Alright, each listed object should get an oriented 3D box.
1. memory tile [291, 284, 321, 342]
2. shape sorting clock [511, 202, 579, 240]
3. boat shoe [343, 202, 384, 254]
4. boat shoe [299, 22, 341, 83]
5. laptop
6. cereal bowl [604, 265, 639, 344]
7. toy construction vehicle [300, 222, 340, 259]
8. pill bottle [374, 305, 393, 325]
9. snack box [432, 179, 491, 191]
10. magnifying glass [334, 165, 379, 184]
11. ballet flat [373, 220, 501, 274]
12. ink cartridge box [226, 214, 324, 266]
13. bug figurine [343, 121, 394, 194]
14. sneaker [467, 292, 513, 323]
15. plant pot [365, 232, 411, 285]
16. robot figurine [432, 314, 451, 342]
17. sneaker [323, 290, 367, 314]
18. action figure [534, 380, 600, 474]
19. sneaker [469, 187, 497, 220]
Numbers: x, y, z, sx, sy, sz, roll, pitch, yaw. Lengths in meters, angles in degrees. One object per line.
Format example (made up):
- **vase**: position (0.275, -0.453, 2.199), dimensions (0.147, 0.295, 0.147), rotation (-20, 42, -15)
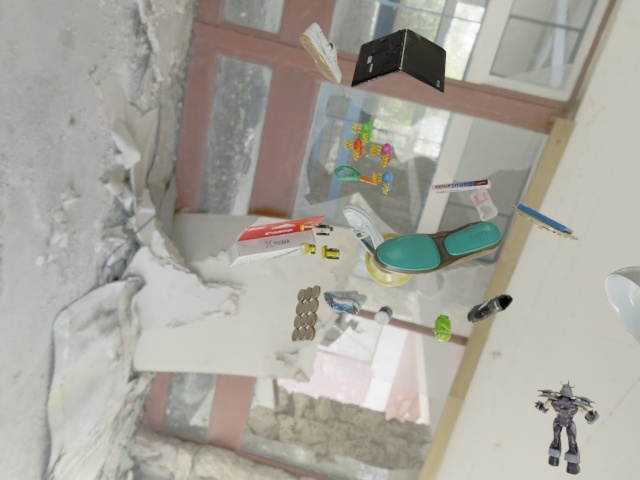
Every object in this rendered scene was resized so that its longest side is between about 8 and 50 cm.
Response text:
- **memory tile**: position (-0.037, 0.194, 1.362), dimensions (0.113, 0.012, 0.148), rotation (-23, -127, 55)
- **shape sorting clock**: position (0.650, -0.051, 1.507), dimensions (0.040, 0.206, 0.206), rotation (-62, 179, 13)
- **boat shoe**: position (0.156, -0.037, 1.869), dimensions (0.083, 0.226, 0.076), rotation (-17, -142, 43)
- **boat shoe**: position (0.024, -0.709, 1.970), dimensions (0.096, 0.098, 0.277), rotation (-55, 148, -5)
- **laptop**: position (0.259, -0.565, 1.692), dimensions (0.136, 0.264, 0.234), rotation (52, 39, -40)
- **cereal bowl**: position (1.120, 0.226, 1.722), dimensions (0.339, 0.141, 0.339), rotation (61, 1, -2)
- **toy construction vehicle**: position (0.000, 0.000, 1.242), dimensions (0.035, 0.098, 0.086), rotation (-49, 138, -63)
- **pill bottle**: position (0.294, 0.339, 2.368), dimensions (0.120, 0.067, 0.067), rotation (-29, 135, -66)
- **snack box**: position (0.458, -0.175, 1.684), dimensions (0.064, 0.178, 0.022), rotation (10, 78, -63)
- **magnifying glass**: position (0.159, -0.286, 2.294), dimensions (0.092, 0.231, 0.026), rotation (-41, 139, -34)
- **ballet flat**: position (0.305, 0.032, 1.368), dimensions (0.124, 0.342, 0.116), rotation (90, -16, -67)
- **ink cartridge box**: position (-0.153, 0.006, 1.808), dimensions (0.261, 0.296, 0.066), rotation (-38, -115, 60)
- **bug figurine**: position (0.192, -0.309, 1.881), dimensions (0.072, 0.279, 0.216), rotation (-26, 152, -18)
- **sneaker**: position (0.781, 0.306, 2.374), dimensions (0.078, 0.234, 0.106), rotation (63, -4, 9)
- **plant pot**: position (0.327, 0.083, 2.411), dimensions (0.239, 0.254, 0.254), rotation (35, 70, -78)
- **robot figurine**: position (0.512, 0.370, 2.166), dimensions (0.101, 0.067, 0.115), rotation (123, -22, -60)
- **sneaker**: position (0.087, 0.200, 1.758), dimensions (0.083, 0.190, 0.071), rotation (-35, 116, -29)
- **action figure**: position (0.766, 0.573, 1.627), dimensions (0.099, 0.185, 0.285), rotation (-8, 101, -46)
- **sneaker**: position (0.456, -0.106, 1.451), dimensions (0.134, 0.051, 0.070), rotation (34, 34, -58)
